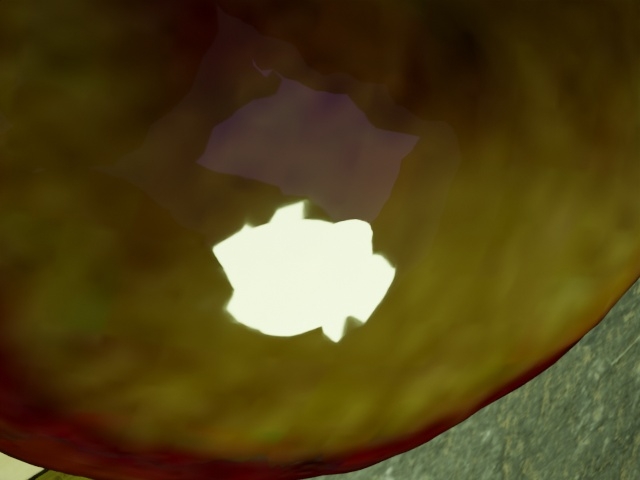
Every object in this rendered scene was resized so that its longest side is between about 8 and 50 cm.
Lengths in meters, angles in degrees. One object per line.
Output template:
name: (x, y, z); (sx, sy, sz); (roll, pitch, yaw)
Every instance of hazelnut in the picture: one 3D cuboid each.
hazelnut: (-0.068, -0.099, 0.597); (0.402, 0.402, 0.429); (-45, 122, -11)

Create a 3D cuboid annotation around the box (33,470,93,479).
box: (-0.251, 0.266, 1.128); (0.279, 0.041, 0.153); (-33, 145, -29)
